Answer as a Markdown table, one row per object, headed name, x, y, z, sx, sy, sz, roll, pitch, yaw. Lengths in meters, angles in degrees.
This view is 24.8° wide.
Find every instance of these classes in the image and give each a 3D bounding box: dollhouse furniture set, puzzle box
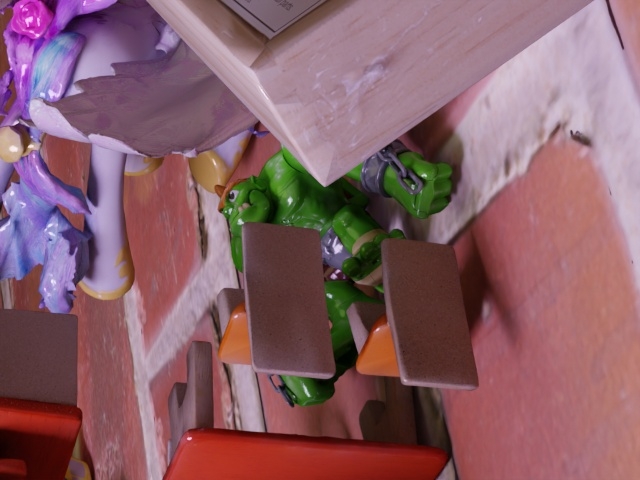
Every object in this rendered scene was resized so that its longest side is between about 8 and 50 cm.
| name | x | y | z | sx | sy | sz | roll | pitch | yaw |
| --- | --- | --- | --- | --- | --- | --- | --- | --- | --- |
| dollhouse furniture set | -0.062 | 0.125 | 0.790 | 0.262 | 0.259 | 0.135 | 114 | 156 | -45 |
| puzzle box | 0.027 | -0.194 | 0.617 | 0.052 | 0.272 | 0.409 | 58 | 175 | -34 |

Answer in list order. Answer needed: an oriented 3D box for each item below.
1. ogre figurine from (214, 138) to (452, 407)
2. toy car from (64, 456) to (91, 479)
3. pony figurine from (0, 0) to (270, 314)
| name | x | y | z | sx | sy | sz | roll | pitch | yaw |
| --- | --- | --- | --- | --- | --- | --- | --- | --- | --- |
| ogre figurine | 0.000 | 0.000 | 0.862 | 0.118 | 0.096 | 0.197 | 52 | 155 | 28 |
| toy car | -0.227 | 0.300 | 1.411 | 0.225 | 0.053 | 0.239 | 147 | 119 | -62 |
| pony figurine | -0.137 | -0.118 | 0.915 | 0.303 | 0.351 | 0.363 | 38 | 132 | 15 |
